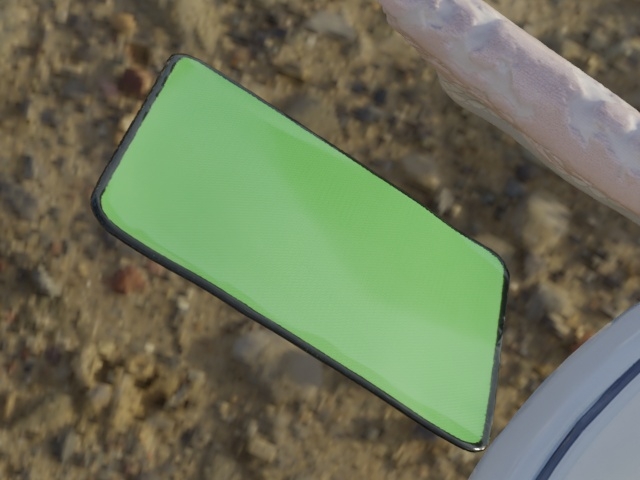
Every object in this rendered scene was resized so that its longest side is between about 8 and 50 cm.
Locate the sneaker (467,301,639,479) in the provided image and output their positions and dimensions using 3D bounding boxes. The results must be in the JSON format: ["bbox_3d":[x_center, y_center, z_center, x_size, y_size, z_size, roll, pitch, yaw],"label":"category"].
[{"bbox_3d":[0.152,0.046,0.426,0.258,0.094,0.091,-28,21,-14],"label":"sneaker"}]

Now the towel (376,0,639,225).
[{"bbox_3d":[0.195,-0.052,1.083,0.332,0.317,0.053,37,95,10],"label":"towel"}]

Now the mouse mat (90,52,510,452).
[{"bbox_3d":[0.000,0.000,0.694,0.189,0.007,0.152,33,32,-10],"label":"mouse mat"}]
